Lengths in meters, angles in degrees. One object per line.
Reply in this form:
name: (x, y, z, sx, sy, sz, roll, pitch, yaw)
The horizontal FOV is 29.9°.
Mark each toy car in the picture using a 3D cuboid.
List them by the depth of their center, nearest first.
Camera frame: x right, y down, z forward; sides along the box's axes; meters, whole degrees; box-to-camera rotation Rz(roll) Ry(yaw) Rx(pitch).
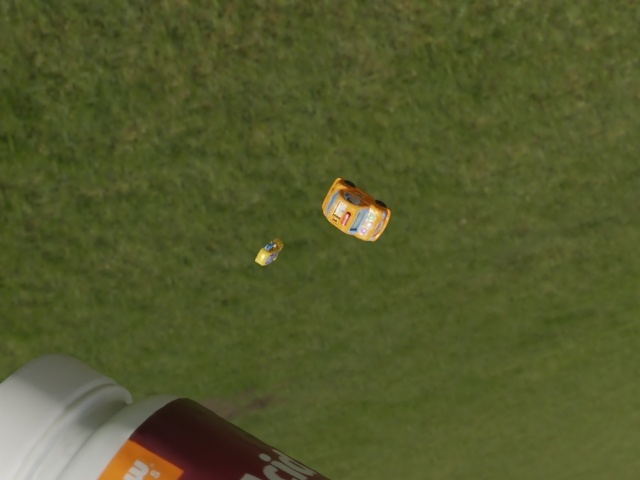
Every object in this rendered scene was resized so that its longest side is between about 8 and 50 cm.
toy car: (0.000, 0.000, 1.006, 0.122, 0.060, 0.040, -42, 176, 25)

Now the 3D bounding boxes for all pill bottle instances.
pill bottle: (-0.091, 0.258, 0.934, 0.224, 0.392, 0.224, -56, 164, -26)
